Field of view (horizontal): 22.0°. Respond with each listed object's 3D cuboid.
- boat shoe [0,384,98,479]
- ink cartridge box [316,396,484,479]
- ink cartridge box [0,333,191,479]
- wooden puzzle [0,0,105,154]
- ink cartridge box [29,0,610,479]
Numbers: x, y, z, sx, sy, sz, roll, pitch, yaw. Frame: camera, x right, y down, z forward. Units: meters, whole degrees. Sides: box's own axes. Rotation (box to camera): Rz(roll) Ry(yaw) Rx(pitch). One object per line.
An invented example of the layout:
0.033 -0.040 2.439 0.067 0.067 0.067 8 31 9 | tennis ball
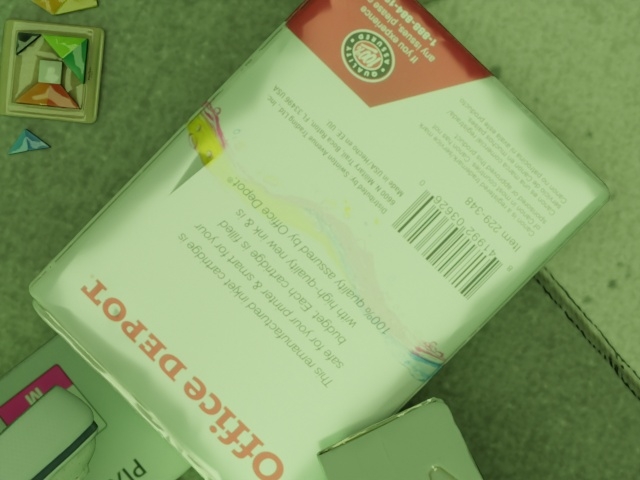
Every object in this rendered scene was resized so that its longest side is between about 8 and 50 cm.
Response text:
-0.214 0.258 0.921 0.156 0.136 0.367 40 63 -4 | boat shoe
0.088 0.224 1.005 0.093 0.154 0.212 -24 131 0 | ink cartridge box
-0.188 0.226 1.054 0.275 0.060 0.239 -39 87 -30 | ink cartridge box
-0.188 -0.119 1.139 0.079 0.014 0.116 -1 91 4 | wooden puzzle
0.000 0.000 1.071 0.306 0.131 0.226 -44 88 5 | ink cartridge box
